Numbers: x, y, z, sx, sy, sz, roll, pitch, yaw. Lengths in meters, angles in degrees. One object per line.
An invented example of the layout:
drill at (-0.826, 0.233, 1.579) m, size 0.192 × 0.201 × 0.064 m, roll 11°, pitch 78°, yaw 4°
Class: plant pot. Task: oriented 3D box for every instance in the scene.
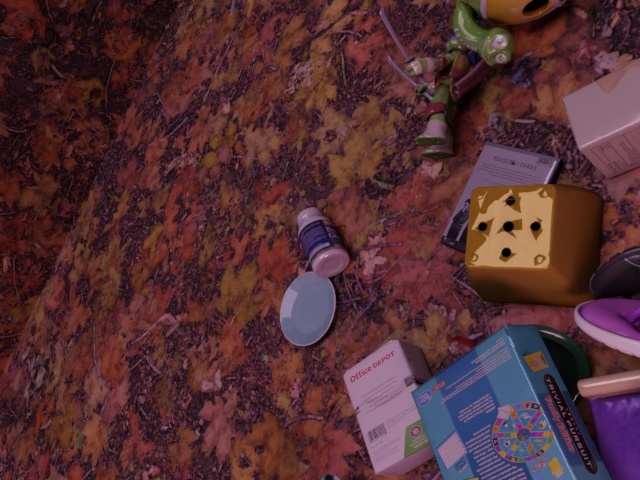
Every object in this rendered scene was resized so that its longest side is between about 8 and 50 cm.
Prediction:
plant pot at (0.361, -0.004, 1.141) m, size 0.212 × 0.187 × 0.212 m, roll 1°, pitch 77°, yaw 36°

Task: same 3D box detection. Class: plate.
plate at (-0.027, 0.169, 1.593) m, size 0.188 × 0.024 × 0.188 m, roll -20°, pitch 60°, yaw 39°

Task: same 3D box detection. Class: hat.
hat at (0.374, 0.200, 1.191) m, size 0.209 × 0.183 × 0.172 m, roll 27°, pitch 108°, yaw 4°

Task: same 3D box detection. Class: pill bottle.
pill bottle at (0.000, 0.000, 1.584) m, size 0.094 × 0.094 × 0.169 m, roll -44°, pitch 49°, yaw 22°

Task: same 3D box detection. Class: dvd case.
dvd case at (0.364, -0.074, 1.310) m, size 0.179 × 0.030 × 0.238 m, roll 27°, pitch 92°, yaw 46°

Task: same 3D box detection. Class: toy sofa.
toy sofa at (0.480, 0.367, 0.912) m, size 0.150 × 0.177 × 0.362 m, roll -22°, pitch 60°, yaw 36°

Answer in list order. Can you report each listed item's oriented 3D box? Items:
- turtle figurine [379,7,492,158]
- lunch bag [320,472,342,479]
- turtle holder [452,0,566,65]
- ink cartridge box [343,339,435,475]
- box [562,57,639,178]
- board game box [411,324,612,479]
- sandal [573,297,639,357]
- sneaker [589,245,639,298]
turtle figurine at (0.225, -0.329, 1.435) m, size 0.198 × 0.275 × 0.266 m, roll 143°, pitch 134°, yaw -74°
lunch bag at (0.030, 0.625, 1.257) m, size 0.262 × 0.160 × 0.223 m, roll 42°, pitch 105°, yaw 39°
turtle holder at (0.389, -0.549, 1.320) m, size 0.228 × 0.243 × 0.320 m, roll 24°, pitch 63°, yaw 28°
ink cartridge box at (0.157, 0.334, 1.297) m, size 0.160 × 0.093 × 0.219 m, roll -39°, pitch 50°, yaw 26°
box at (0.590, -0.238, 1.077) m, size 0.311 × 0.148 × 0.121 m, roll -25°, pitch 56°, yaw 34°
board game box at (0.298, 0.339, 1.010) m, size 0.253 × 0.079 × 0.335 m, roll -50°, pitch 48°, yaw 42°
sandal at (0.584, 0.122, 0.917) m, size 0.417 × 0.169 × 0.102 m, roll 13°, pitch 111°, yaw 35°
sneaker at (0.562, 0.047, 1.019) m, size 0.267 × 0.101 × 0.106 m, roll -29°, pitch 58°, yaw 33°
